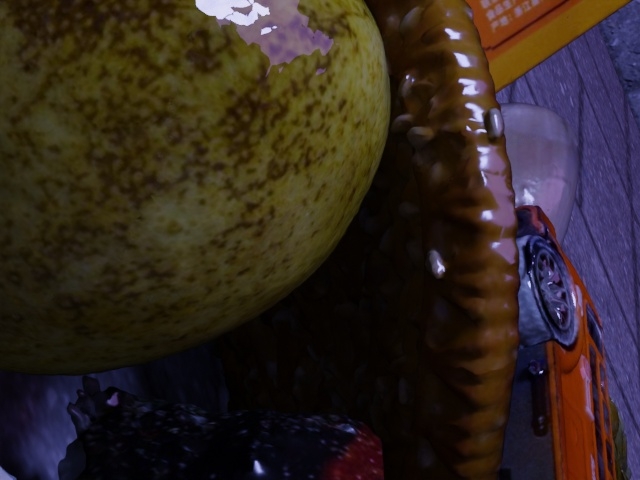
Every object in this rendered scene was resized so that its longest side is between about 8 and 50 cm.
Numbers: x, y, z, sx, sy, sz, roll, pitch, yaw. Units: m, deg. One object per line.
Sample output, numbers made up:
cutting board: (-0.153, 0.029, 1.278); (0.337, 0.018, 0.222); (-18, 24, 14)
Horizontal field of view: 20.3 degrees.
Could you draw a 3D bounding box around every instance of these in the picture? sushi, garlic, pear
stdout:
sushi: (-0.041, 0.142, 0.562); (0.225, 0.126, 0.136); (-86, 178, -64)
garlic: (0.158, -0.014, 1.461); (0.148, 0.128, 0.267); (46, 38, -30)
pear: (-0.080, -0.051, 0.590); (0.197, 0.197, 0.197); (-19, 90, -73)

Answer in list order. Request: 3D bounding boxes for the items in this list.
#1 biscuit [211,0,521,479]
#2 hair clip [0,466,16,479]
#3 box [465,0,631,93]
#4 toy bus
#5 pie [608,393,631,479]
biscuit: (0.000, 0.000, 0.740); (0.305, 0.038, 0.305); (176, -90, -69)
hair clip: (-0.147, 0.009, 0.457); (0.159, 0.071, 0.218); (-76, 150, -56)
box: (0.065, -0.230, 0.891); (0.259, 0.283, 0.214); (21, -41, 58)
toy bus: (0.076, 0.151, 0.873); (0.153, 0.143, 0.329); (49, 31, -42)
pie: (0.183, 0.239, 1.191); (0.306, 0.071, 0.306); (-9, 90, -78)
